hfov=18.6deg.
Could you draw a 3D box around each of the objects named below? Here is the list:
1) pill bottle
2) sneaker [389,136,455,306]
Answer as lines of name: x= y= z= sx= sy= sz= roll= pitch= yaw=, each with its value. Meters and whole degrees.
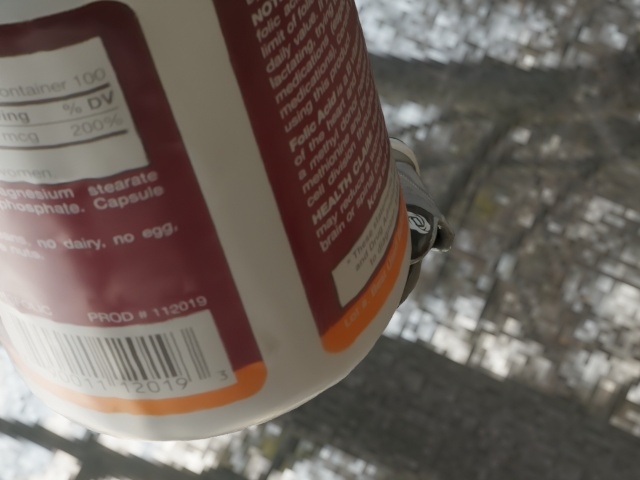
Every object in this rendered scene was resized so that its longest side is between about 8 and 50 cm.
pill bottle: x=-0.098 y=-0.109 z=0.884 sx=0.224 sy=0.224 sz=0.392 roll=-53 pitch=-35 yaw=-31
sneaker: x=0.000 y=0.000 z=1.386 sx=0.229 sy=0.132 sz=0.086 roll=-15 pitch=-36 yaw=-29
